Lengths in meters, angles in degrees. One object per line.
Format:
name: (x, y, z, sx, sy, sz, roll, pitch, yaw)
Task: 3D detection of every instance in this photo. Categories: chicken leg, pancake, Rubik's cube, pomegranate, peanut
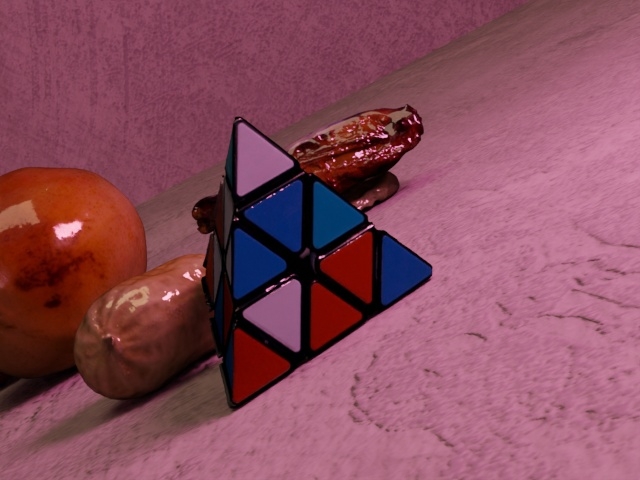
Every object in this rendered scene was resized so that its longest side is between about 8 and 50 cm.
chicken leg: (-0.035, -0.097, 2.200, 0.407, 0.096, 0.158, -24, 13, 24)
pancake: (0.004, -0.045, 2.213, 0.236, 0.042, 0.222, -29, 13, -7)
Rubik's cube: (-0.027, 0.081, 1.529, 0.284, 0.250, 0.234, 116, 172, -53)
pomegranate: (-0.379, 0.037, 2.086, 0.319, 0.319, 0.319, -26, 10, 5)
peanut: (-0.179, 0.091, 1.725, 0.224, 0.129, 0.129, -35, 13, -31)

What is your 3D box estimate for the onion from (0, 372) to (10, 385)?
onion: (-0.488, 0.175, 2.232, 0.107, 0.097, 0.107, -36, 40, 37)
